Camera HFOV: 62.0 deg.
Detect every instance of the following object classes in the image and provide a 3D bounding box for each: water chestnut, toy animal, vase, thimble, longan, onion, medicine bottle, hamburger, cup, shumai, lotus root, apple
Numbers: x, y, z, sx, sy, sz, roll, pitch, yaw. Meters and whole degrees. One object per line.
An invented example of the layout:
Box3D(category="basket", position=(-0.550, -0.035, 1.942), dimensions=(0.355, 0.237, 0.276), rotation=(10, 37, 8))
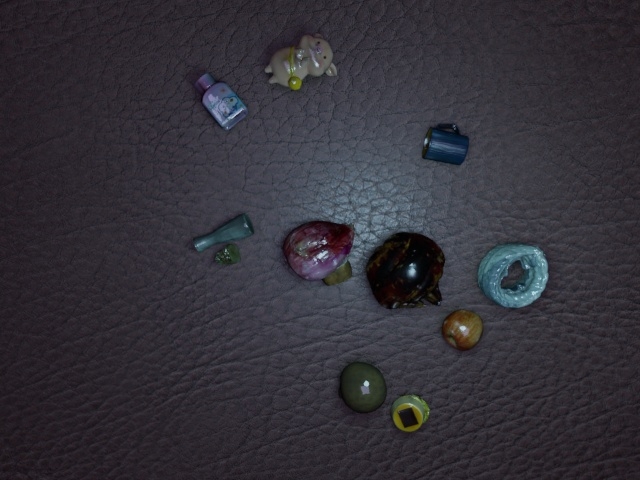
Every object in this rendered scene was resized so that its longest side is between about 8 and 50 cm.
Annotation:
Box3D(category="water chestnut", position=(0.307, 0.112, 1.862), dimensions=(0.289, 0.289, 0.244), rotation=(-21, 126, 1))
Box3D(category="toy animal", position=(-0.074, -0.625, 1.875), dimensions=(0.248, 0.149, 0.165), rotation=(-21, 106, -6))
Box3D(category="vase", position=(-0.355, -0.021, 1.938), dimensions=(0.214, 0.086, 0.086), rotation=(-22, 93, 6))
Box3D(category="thimble", position=(0.686, 0.117, 1.897), dimensions=(0.205, 0.172, 0.250), rotation=(40, 95, -6))
Box3D(category="longan", position=(0.143, 0.534, 1.929), dimensions=(0.204, 0.159, 0.184), rotation=(-33, 75, 39))
Box3D(category="onion", position=(0.000, 0.000, 1.880), dimensions=(0.284, 0.120, 0.227), rotation=(-34, 58, -11))
Box3D(category="medicine bottle", position=(-0.361, -0.501, 1.904), dimensions=(0.119, 0.094, 0.188), rotation=(-40, 92, 0))
Box3D(category="hamburger", position=(0.329, 0.635, 1.965), dimensions=(0.141, 0.081, 0.126), rotation=(-39, 90, 14))
Box3D(category="cup", position=(0.451, -0.350, 1.899), dimensions=(0.138, 0.113, 0.149), rotation=(12, 95, -2))
Box3D(category="shumai", position=(-0.348, 0.056, 1.956), dimensions=(0.081, 0.083, 0.082), rotation=(-8, 62, 30))
Box3D(category="lotus root", position=(0.052, 0.112, 1.923), dimensions=(0.122, 0.112, 0.081), rotation=(-20, 103, 0))
Box3D(category="apple", position=(0.515, 0.319, 1.918), dimensions=(0.131, 0.146, 0.146), rotation=(-42, 92, -18))
